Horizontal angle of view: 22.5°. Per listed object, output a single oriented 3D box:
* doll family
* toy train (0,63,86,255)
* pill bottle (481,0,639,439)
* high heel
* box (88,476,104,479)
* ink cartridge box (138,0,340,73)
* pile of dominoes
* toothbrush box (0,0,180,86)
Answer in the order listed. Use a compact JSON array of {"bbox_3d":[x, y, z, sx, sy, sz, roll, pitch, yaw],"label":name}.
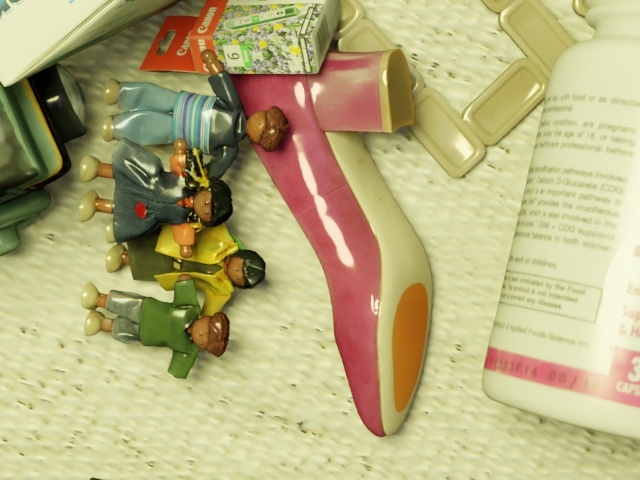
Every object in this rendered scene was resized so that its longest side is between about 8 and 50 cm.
[{"bbox_3d":[-0.079,-0.015,0.960,0.111,0.076,0.193,9,117,19],"label":"doll family"},{"bbox_3d":[-0.294,-0.026,0.907,0.334,0.190,0.142,-22,90,-3],"label":"toy train"},{"bbox_3d":[0.201,-0.027,0.948,0.160,0.160,0.283,13,89,-3],"label":"pill bottle"},{"bbox_3d":[0.000,0.000,0.994,0.117,0.082,0.244,1,104,27],"label":"high heel"},{"bbox_3d":[-0.043,0.202,0.879,0.216,0.270,0.060,16,87,-3],"label":"box"},{"bbox_3d":[-0.051,-0.129,0.969,0.115,0.063,0.029,2,132,16],"label":"ink cartridge box"},{"bbox_3d":[0.071,-0.195,1.017,0.196,0.040,0.251,-42,100,-3],"label":"pile of dominoes"},{"bbox_3d":[-0.168,-0.257,0.875,0.126,0.216,0.295,-35,96,27],"label":"toothbrush box"}]
